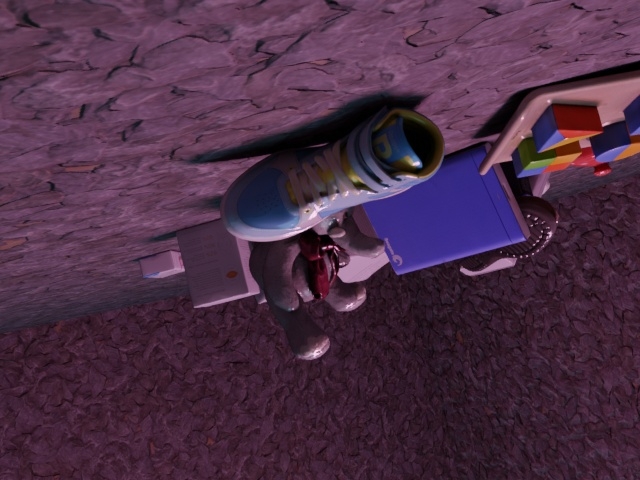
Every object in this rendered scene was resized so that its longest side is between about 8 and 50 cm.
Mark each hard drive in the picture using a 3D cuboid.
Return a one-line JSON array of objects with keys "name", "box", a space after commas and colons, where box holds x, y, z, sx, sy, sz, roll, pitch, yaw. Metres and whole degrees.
[{"name": "hard drive", "box": [0.253, -0.058, 1.562, 0.319, 0.210, 0.040, -19, -167, 39]}, {"name": "hard drive", "box": [0.471, -0.063, 1.867, 0.040, 0.307, 0.203, 31, 161, -13]}]

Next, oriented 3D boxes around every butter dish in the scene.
[{"name": "butter dish", "box": [0.556, -0.189, 1.492, 0.160, 0.118, 0.160, -9, 171, -46]}]

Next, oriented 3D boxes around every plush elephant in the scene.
[{"name": "plush elephant", "box": [0.000, 0.000, 1.390, 0.255, 0.330, 0.272, -45, 172, 32]}]

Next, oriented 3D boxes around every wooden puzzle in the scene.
[{"name": "wooden puzzle", "box": [0.464, -0.190, 1.242, 0.348, 0.080, 0.322, -15, 168, -3]}]

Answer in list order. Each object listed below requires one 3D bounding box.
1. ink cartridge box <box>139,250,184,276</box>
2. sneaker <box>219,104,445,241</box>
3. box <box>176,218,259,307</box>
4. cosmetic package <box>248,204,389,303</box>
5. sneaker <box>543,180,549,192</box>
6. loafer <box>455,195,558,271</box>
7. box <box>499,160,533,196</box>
[{"name": "ink cartridge box", "box": [-0.403, 0.063, 1.907, 0.089, 0.052, 0.122, -15, 174, 5]}, {"name": "sneaker", "box": [0.021, -0.097, 0.999, 0.319, 0.127, 0.208, -23, 179, -15]}, {"name": "box", "box": [-0.220, 0.048, 1.596, 0.130, 0.170, 0.091, -14, 175, 9]}, {"name": "cosmetic package", "box": [0.015, 0.018, 1.819, 0.385, 0.156, 0.217, -12, 160, -43]}, {"name": "sneaker", "box": [0.506, -0.100, 2.057, 0.305, 0.152, 0.114, -15, 142, -9]}, {"name": "loafer", "box": [0.406, -0.037, 1.654, 0.130, 0.134, 0.366, -52, -172, -22]}, {"name": "box", "box": [0.386, -0.133, 1.684, 0.153, 0.108, 0.207, -16, 175, 24]}]
